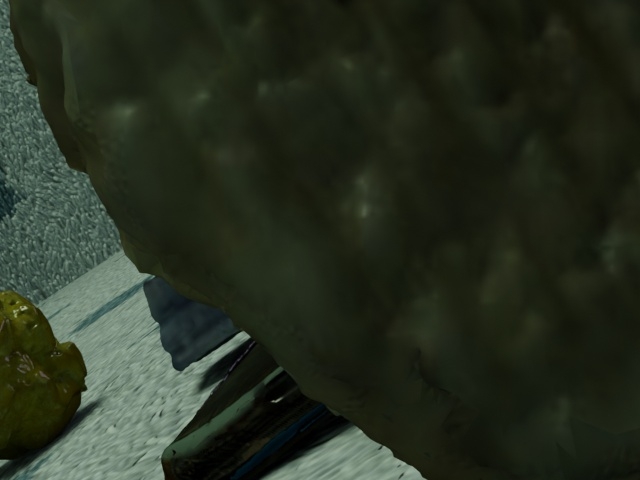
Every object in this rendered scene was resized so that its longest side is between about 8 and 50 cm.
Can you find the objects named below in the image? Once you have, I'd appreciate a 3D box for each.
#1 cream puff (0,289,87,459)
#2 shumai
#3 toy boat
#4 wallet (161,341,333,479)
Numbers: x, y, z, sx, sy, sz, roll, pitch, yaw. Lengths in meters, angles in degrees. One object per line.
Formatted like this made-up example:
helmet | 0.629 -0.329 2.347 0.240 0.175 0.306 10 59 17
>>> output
cream puff | -0.268 0.121 1.333 0.156 0.156 0.121 -37 38 -23
shumai | 0.049 -0.079 0.472 0.267 0.314 0.262 -47 3 -3
toy boat | 0.004 -0.009 1.095 0.283 0.078 0.127 -35 -4 5
wallet | 0.023 0.035 0.860 0.169 0.044 0.317 -36 4 20
